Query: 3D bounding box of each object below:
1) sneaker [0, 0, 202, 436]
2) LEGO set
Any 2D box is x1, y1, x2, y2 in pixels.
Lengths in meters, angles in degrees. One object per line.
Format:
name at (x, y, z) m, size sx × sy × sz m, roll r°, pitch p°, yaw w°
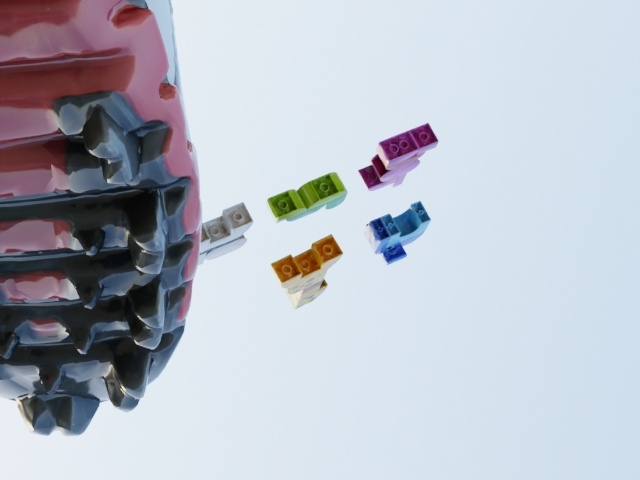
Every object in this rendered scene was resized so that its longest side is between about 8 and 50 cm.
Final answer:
sneaker at (-0.085, -0.073, 0.558) m, size 0.098 × 0.276 × 0.135 m, roll -4°, pitch -143°, yaw 4°
LEGO set at (0.000, 0.000, 1.597) m, size 0.227 × 0.087 × 0.093 m, roll -23°, pitch 163°, yaw -19°
